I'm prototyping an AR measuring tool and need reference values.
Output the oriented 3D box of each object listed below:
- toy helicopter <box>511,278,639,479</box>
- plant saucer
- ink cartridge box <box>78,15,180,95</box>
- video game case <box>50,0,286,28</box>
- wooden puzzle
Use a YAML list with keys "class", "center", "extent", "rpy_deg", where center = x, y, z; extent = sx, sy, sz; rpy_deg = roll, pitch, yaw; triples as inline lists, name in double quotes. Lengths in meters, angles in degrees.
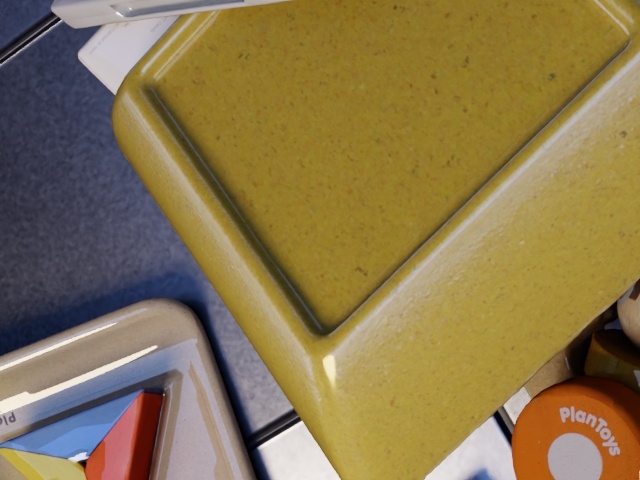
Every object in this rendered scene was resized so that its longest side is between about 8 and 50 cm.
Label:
- class: "toy helicopter"
  center: [0.151, -0.028, 0.766]
  extent: [0.355, 0.140, 0.235]
  rpy_deg: [53, 124, 21]
- class: "plant saucer"
  center: [0.040, -0.085, 0.737]
  extent: [0.333, 0.081, 0.333]
  rpy_deg: [-45, 56, 12]
- class: "ink cartridge box"
  center: [-0.021, -0.109, 0.899]
  extent: [0.224, 0.056, 0.181]
  rpy_deg: [45, 103, -5]
- class: "video game case"
  center: [-0.040, -0.221, 0.791]
  extent: [0.285, 0.025, 0.204]
  rpy_deg: [6, 65, 52]
- class: "wooden puzzle"
  center: [-0.182, 0.249, 0.893]
  extent: [0.322, 0.080, 0.348]
  rpy_deg: [-22, 83, 6]
